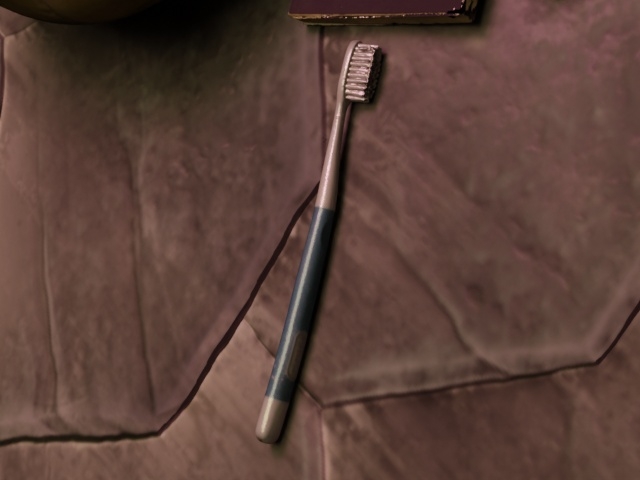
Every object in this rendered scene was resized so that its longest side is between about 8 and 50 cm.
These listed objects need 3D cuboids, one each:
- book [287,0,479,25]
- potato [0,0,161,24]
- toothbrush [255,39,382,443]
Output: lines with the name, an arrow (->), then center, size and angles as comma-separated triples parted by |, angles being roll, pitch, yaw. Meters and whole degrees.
book -> 0.066, -0.256, 1.138 | 0.157, 0.026, 0.231 | 7, 81, 45
potato -> -0.188, -0.283, 1.233 | 0.326, 0.221, 0.243 | 34, 97, 38
toothbrush -> 0.000, 0.000, 1.116 | 0.025, 0.019, 0.275 | 9, 82, 35
